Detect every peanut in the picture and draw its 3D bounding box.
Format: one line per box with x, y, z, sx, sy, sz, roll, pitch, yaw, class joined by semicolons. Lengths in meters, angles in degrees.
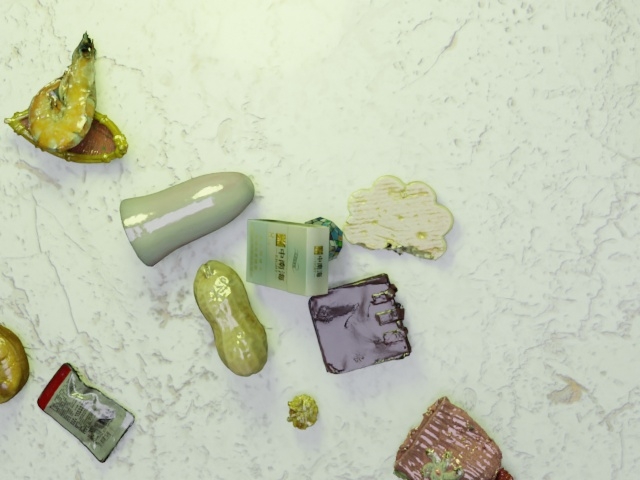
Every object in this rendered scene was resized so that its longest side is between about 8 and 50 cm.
-0.211;0.181;1.923;0.130;0.130;0.290;-25;84;10;peanut

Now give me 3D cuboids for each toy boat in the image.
-0.597;-0.258;1.959;0.317;0.099;0.141;14;95;10;toy boat

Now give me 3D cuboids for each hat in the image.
0.326;0.523;1.876;0.286;0.107;0.237;34;109;9;hat

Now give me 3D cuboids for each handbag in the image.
0.094;0.194;1.901;0.216;0.074;0.203;-17;92;8;handbag

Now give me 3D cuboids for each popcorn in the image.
-0.044;0.410;1.950;0.083;0.057;0.082;29;98;8;popcorn

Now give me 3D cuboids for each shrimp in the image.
-0.603;-0.351;1.921;0.164;0.062;0.317;3;71;7;shrimp

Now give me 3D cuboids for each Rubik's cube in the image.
0.000;0.000;1.887;0.111;0.111;0.093;-4;119;9;Rubik's cube

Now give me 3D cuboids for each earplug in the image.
-0.295;-0.074;1.900;0.301;0.172;0.172;-23;91;5;earplug

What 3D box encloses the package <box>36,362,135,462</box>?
-0.596;0.433;2.053;0.239;0.030;0.154;38;101;4;package

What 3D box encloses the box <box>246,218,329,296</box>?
-0.078;0.034;1.844;0.242;0.067;0.155;7;99;52;box

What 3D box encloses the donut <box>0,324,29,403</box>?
-0.844;0.316;2.040;0.226;0.114;0.227;1;95;10;donut

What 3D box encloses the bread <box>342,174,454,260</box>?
0.182;-0.055;1.880;0.250;0.039;0.182;11;96;8;bread
